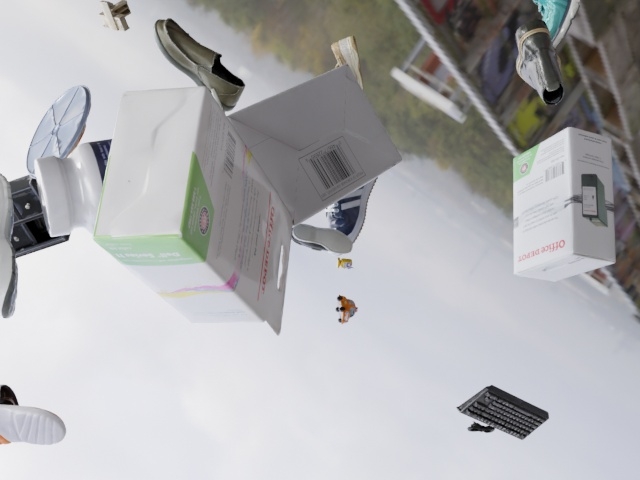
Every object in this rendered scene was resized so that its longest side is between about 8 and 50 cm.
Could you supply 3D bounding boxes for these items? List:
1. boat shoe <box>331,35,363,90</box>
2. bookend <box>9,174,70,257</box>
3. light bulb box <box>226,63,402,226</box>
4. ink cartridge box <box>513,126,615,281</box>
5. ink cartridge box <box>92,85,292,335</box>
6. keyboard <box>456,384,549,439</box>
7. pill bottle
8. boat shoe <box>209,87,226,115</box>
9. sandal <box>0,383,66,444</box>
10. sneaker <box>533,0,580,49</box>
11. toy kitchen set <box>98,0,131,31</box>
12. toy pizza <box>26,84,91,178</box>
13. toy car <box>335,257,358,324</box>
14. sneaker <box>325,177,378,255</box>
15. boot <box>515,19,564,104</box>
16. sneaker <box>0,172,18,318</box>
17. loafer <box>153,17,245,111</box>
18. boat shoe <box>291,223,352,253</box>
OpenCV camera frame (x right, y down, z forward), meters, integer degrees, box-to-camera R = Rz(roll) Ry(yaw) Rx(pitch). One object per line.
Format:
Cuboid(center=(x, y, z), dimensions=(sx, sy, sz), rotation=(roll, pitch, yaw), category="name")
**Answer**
Cuboid(center=(0.056, -0.362, 1.872), dimensions=(0.170, 0.059, 0.063), rotation=(75, -173, -53), category="boat shoe")
Cuboid(center=(-0.625, -0.054, 1.842), dimensions=(0.072, 0.156, 0.157), rotation=(-99, -10, -55), category="bookend")
Cuboid(center=(-0.108, -0.125, 1.705), dimensions=(0.358, 0.361, 0.225), rotation=(-32, -86, -44), category="light bulb box")
Cuboid(center=(0.530, -0.071, 1.946), dimensions=(0.121, 0.289, 0.211), rotation=(11, 162, -22), category="ink cartridge box")
Cuboid(center=(-0.148, -0.018, 1.163), dimensions=(0.119, 0.207, 0.353), rotation=(-3, 154, 16), category="ink cartridge box")
Cuboid(center=(0.316, 0.315, 1.563), dimensions=(0.180, 0.108, 0.023), rotation=(29, -148, -34), category="keyboard")
Cuboid(center=(-0.313, -0.090, 1.422), dimensions=(0.264, 0.153, 0.153), rotation=(-12, -154, -22), category="pill bottle")
Cuboid(center=(-0.249, -0.253, 1.952), dimensions=(0.254, 0.079, 0.095), rotation=(112, 144, -74), category="boat shoe")
Cuboid(center=(-0.532, 0.295, 1.515), dimensions=(0.265, 0.102, 0.076), rotation=(2, -146, 21), category="sandal")
Cuboid(center=(0.408, -0.473, 1.590), dimensions=(0.110, 0.275, 0.107), rotation=(4, -171, -5), category="sneaker")
Cuboid(center=(-0.450, -0.520, 1.982), dimensions=(0.083, 0.075, 0.068), rotation=(21, 141, 39), category="toy kitchen set")
Cuboid(center=(-0.490, -0.203, 1.677), dimensions=(0.032, 0.201, 0.201), rotation=(32, -175, -38), category="toy pizza")
Cuboid(center=(0.053, 0.097, 1.698), dimensions=(0.040, 0.122, 0.060), rotation=(0, -161, -10), category="toy car")
Cuboid(center=(0.035, -0.117, 1.983), dimensions=(0.153, 0.282, 0.099), rotation=(28, 165, -31), category="sneaker")
Cuboid(center=(0.390, -0.271, 1.534), dimensions=(0.198, 0.077, 0.137), rotation=(36, -143, -59), category="boot")
Cuboid(center=(-0.527, -0.006, 1.331), dimensions=(0.129, 0.111, 0.297), rotation=(-1, -140, -21), category="sneaker")
Cuboid(center=(-0.259, -0.400, 1.947), dimensions=(0.251, 0.087, 0.094), rotation=(44, -146, -18), category="loafer")
Cuboid(center=(0.000, 0.000, 1.704), dimensions=(0.125, 0.046, 0.038), rotation=(12, 162, -17), category="boat shoe")
